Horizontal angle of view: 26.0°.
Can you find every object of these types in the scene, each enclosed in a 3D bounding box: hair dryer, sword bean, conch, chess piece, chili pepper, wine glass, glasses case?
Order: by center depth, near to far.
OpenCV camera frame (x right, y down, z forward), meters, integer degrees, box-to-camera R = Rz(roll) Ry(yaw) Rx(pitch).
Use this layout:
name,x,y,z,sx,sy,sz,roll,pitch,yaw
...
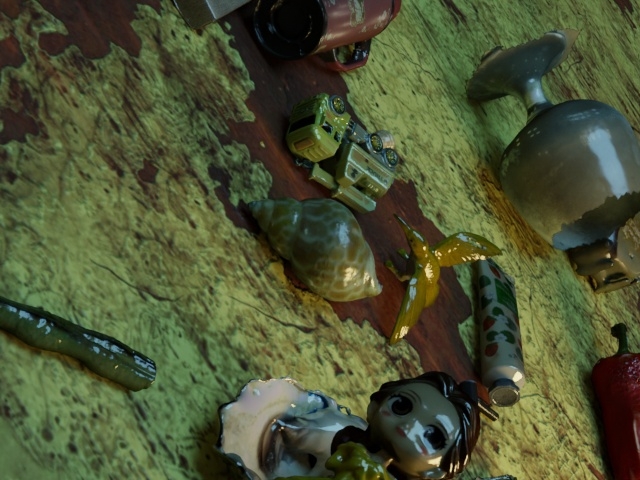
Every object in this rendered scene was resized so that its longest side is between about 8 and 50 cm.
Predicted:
name,x,y,z,sx,sy,sz,roll,pitch,yaw
sword bean,-0.268,0.085,1.310,0.269,0.038,0.043,28,18,-39
conch,0.006,0.014,1.683,0.173,0.106,0.116,56,4,-39
glasses case,-0.126,-0.342,1.845,0.071,0.047,0.205,62,31,-11
hair dryer,0.215,0.226,1.864,0.083,0.026,0.047,40,38,-40
chess piece,0.067,-0.134,1.951,0.092,0.035,0.035,-17,78,-53
chili pepper,0.480,0.283,2.108,0.110,0.110,0.388,27,47,-40
wine glass,0.384,-0.159,2.225,0.238,0.238,0.323,3,58,-53

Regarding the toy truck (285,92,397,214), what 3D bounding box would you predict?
name,x,y,z,sx,sy,sz,roll,pitch,yaw
toy truck,0.027,-0.109,1.839,0.169,0.077,0.100,42,49,-30

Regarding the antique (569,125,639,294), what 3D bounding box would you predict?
name,x,y,z,sx,sy,sz,roll,pitch,yaw
antique,0.498,-0.044,2.381,0.125,0.150,0.284,37,46,-31

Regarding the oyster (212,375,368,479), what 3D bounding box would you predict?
name,x,y,z,sx,sy,sz,roll,pitch,yaw
oyster,-0.024,0.239,1.470,0.223,0.083,0.214,49,32,-9

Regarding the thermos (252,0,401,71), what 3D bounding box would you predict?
name,x,y,z,sx,sy,sz,roll,pitch,yaw
thermos,0.035,-0.322,1.987,0.136,0.109,0.330,59,30,1

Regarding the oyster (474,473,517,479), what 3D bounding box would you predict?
name,x,y,z,sx,sy,sz,roll,pitch,yaw
oyster,0.228,0.326,1.788,0.093,0.034,0.051,6,42,-39

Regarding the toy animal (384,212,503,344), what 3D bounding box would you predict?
name,x,y,z,sx,sy,sz,roll,pitch,yaw
toy animal,0.123,0.032,1.836,0.219,0.095,0.155,-46,104,-26

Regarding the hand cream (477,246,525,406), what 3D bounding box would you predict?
name,x,y,z,sx,sy,sz,roll,pitch,yaw
hand cream,0.257,0.123,1.977,0.095,0.059,0.276,42,31,-28

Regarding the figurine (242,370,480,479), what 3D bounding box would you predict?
name,x,y,z,sx,sy,sz,roll,pitch,yaw
figurine,0.025,0.236,1.318,0.315,0.187,0.168,-37,129,-23
